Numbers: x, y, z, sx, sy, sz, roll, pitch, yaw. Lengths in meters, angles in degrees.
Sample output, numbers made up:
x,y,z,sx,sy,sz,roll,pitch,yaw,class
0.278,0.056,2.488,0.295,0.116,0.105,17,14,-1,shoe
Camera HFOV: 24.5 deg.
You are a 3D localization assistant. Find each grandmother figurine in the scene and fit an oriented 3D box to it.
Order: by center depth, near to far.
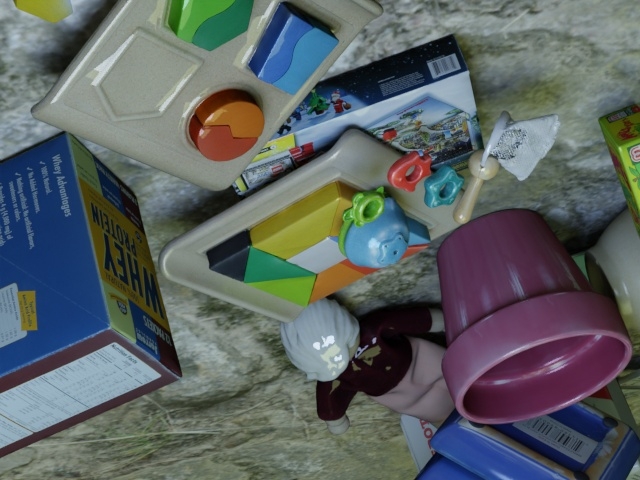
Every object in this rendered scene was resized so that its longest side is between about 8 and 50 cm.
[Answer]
x,y,z,sx,sy,sz,roll,pitch,yaw,class
0.071,0.146,1.733,0.208,0.104,0.342,-54,139,6,grandmother figurine

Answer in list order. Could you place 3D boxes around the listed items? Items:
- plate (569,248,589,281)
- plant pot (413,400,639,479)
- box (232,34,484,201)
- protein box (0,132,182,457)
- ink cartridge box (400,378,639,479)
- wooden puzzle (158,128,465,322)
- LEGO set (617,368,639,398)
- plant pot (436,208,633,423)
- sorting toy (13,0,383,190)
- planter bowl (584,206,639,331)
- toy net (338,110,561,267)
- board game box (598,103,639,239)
x,y,z,sx,sy,sz,roll,pitch,yaw,class
0.300,0.053,1.764,0.188,0.024,0.188,-14,150,-8,plate
0.229,0.293,1.702,0.236,0.236,0.212,-35,148,-57,plant pot
0.030,-0.090,1.353,0.233,0.044,0.159,-19,151,2,box
-0.256,0.052,1.279,0.201,0.199,0.136,-24,150,10,protein box
0.268,0.267,1.923,0.273,0.197,0.114,-27,156,16,ink cartridge box
0.000,0.000,1.398,0.239,0.044,0.221,-33,147,24,wooden puzzle
0.527,0.182,2.107,0.244,0.060,0.182,4,156,-31,LEGO set
0.213,0.074,1.593,0.201,0.180,0.201,-13,150,-8,plant pot
-0.114,-0.151,1.135,0.229,0.041,0.307,-45,140,20,sorting toy
0.357,0.036,1.617,0.109,0.162,0.162,-20,151,-4,planter bowl
0.113,-0.064,1.328,0.232,0.045,0.122,-35,138,-13,toy net
0.333,-0.036,1.467,0.043,0.092,0.181,-22,111,7,board game box
